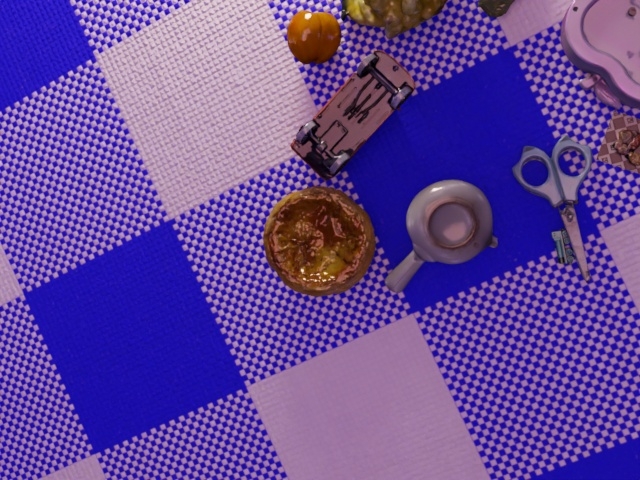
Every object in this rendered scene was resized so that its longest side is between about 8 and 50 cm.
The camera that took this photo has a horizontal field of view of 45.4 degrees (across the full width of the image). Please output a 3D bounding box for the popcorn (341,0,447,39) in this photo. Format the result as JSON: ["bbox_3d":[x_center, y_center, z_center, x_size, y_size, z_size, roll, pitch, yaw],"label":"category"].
[{"bbox_3d":[0.192,-0.620,1.812,0.237,0.293,0.293,7,95,-7],"label":"popcorn"}]

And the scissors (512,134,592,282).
[{"bbox_3d":[0.595,-0.072,1.849,0.191,0.029,0.360,-16,84,11],"label":"scissors"}]

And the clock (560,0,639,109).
[{"bbox_3d":[0.735,-0.477,1.776,0.338,0.102,0.339,1,93,12],"label":"clock"}]

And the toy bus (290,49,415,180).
[{"bbox_3d":[0.087,-0.308,1.898,0.143,0.153,0.329,44,102,5],"label":"toy bus"}]

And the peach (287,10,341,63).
[{"bbox_3d":[-0.017,-0.508,1.920,0.138,0.138,0.138,1,93,12],"label":"peach"}]

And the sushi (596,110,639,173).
[{"bbox_3d":[0.739,-0.234,1.827,0.120,0.026,0.126,21,97,11],"label":"sushi"}]

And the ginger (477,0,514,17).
[{"bbox_3d":[0.414,-0.688,1.844,0.137,0.089,0.290,-19,94,-6],"label":"ginger"}]

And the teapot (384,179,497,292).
[{"bbox_3d":[0.269,-0.017,1.876,0.318,0.149,0.220,-26,96,11],"label":"teapot"}]

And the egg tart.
[{"bbox_3d":[0.000,0.000,1.953,0.290,0.115,0.290,0,92,10],"label":"egg tart"}]

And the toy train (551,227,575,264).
[{"bbox_3d":[0.594,0.016,1.871,0.045,0.029,0.092,-11,92,20],"label":"toy train"}]
